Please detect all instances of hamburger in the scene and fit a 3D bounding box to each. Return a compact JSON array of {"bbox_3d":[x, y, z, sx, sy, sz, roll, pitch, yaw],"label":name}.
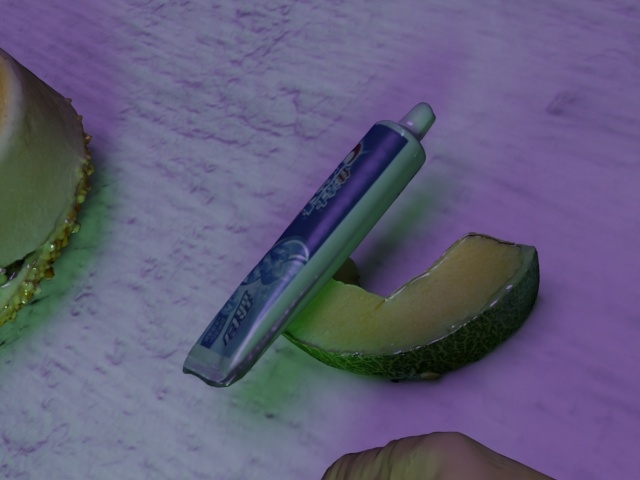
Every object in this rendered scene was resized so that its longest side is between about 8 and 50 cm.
[{"bbox_3d":[-0.344,-0.041,1.029,0.302,0.170,0.302,-11,49,13],"label":"hamburger"}]

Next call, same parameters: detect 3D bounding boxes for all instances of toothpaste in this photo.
[{"bbox_3d":[-0.001,-0.001,0.852,0.069,0.047,0.268,30,72,32],"label":"toothpaste"}]

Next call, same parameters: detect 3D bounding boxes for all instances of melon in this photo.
[{"bbox_3d":[0.050,0.047,0.850,0.209,0.064,0.118,10,62,33],"label":"melon"}]

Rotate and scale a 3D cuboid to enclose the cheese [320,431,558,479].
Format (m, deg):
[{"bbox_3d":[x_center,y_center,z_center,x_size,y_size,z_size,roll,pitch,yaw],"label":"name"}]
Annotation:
[{"bbox_3d":[0.012,0.218,0.517,0.104,0.384,0.384,25,65,-1],"label":"cheese"}]
